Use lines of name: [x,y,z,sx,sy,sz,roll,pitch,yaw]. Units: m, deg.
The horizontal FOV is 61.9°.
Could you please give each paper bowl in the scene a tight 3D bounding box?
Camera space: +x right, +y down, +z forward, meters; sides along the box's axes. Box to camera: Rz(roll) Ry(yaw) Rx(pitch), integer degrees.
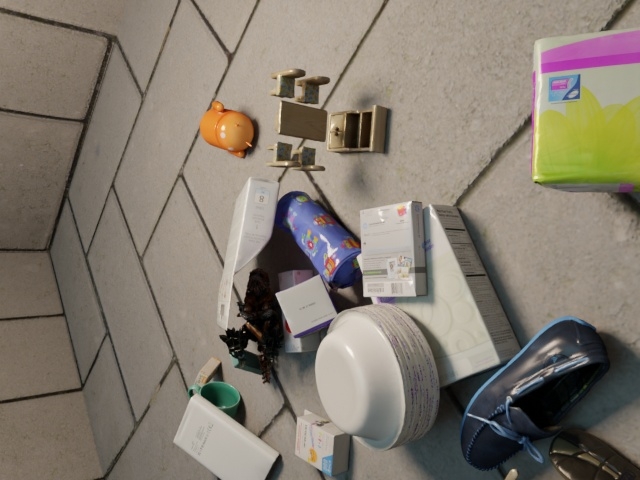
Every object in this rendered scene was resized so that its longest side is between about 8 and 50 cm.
paper bowl: [0.093,0.275,1.074,0.284,0.148,0.284,15,107,60]

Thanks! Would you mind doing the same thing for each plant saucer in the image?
plant saucer: [-0.213,0.346,1.544,0.018,0.192,0.067,-26,64,6]

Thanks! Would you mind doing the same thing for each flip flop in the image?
flip flop: [0.474,0.411,0.821,0.112,0.080,0.277,-38,37,-7]

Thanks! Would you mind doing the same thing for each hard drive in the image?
hard drive: [-0.288,0.622,1.602,0.307,0.040,0.203,31,115,13]

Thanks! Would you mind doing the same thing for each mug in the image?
mug: [-0.336,0.520,1.697,0.157,0.129,0.097,33,116,42]

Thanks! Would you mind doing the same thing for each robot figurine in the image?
robot figurine: [-0.294,-0.349,1.673,0.219,0.128,0.158,25,107,46]

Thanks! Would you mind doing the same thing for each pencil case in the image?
pencil case: [0.000,0.000,1.340,0.306,0.119,0.133,47,136,38]

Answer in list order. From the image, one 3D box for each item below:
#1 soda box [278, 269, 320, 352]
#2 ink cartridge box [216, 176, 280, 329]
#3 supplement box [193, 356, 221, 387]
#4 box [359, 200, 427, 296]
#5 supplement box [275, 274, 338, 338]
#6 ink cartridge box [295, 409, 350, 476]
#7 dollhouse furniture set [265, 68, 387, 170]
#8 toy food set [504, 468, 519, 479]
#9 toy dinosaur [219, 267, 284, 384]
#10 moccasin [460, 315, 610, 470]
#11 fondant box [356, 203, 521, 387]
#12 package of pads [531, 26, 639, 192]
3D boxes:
soda box: [-0.057,0.188,1.432,0.069,0.073,0.216,-14,79,48]
ink cartridge box: [-0.203,0.047,1.450,0.308,0.091,0.385,160,119,-74]
supplement box: [-0.374,0.439,1.767,0.036,0.098,0.062,28,114,6]
box: [0.146,0.022,1.093,0.145,0.038,0.186,-8,83,49]
supplement box: [-0.024,0.163,1.270,0.220,0.111,0.114,78,168,-78]
ink cartridge box: [-0.008,0.517,1.378,0.181,0.061,0.104,7,94,49]
dollhouse furniture set: [0.013,-0.268,1.238,0.161,0.242,0.212,8,95,48]
toy food set: [0.407,0.480,0.904,0.218,0.071,0.128,27,109,41]
toy dinosaur: [-0.159,0.249,1.501,0.164,0.218,0.322,-23,102,10]
moccasin: [0.347,0.281,0.906,0.117,0.137,0.342,-95,26,-62]
fondant box: [0.230,0.126,1.095,0.238,0.096,0.330,-39,60,41]
package of pads: [0.462,-0.182,0.767,0.296,0.101,0.229,1,91,27]
